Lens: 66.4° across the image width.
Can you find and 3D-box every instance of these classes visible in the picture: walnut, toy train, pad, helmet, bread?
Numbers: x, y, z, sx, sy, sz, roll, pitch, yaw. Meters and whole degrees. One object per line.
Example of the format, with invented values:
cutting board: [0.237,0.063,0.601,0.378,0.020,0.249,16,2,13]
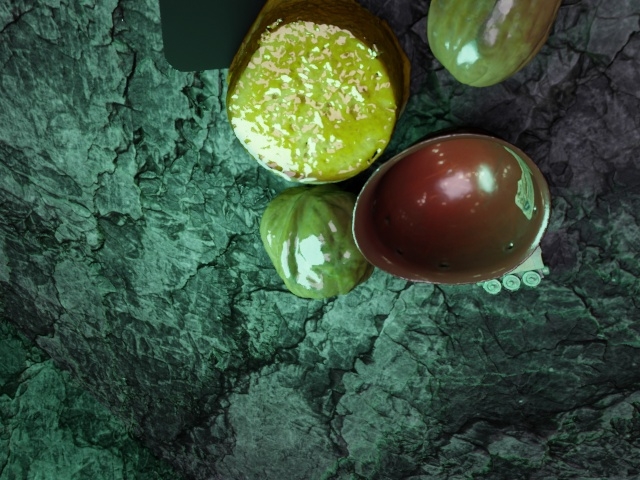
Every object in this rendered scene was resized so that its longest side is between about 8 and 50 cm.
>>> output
walnut: [0.001,0.001,1.181,0.253,0.282,0.277,-26,125,-14]
toy train: [0.461,0.061,1.199,0.176,0.074,0.118,-13,108,30]
pad: [-0.239,-0.528,0.949,0.063,0.315,0.375,45,140,43]
walnut: [0.301,-0.404,0.845,0.225,0.225,0.261,20,127,3]
helmet: [0.272,-0.097,1.048,0.385,0.230,0.337,-24,114,28]
bread: [-0.011,-0.296,1.011,0.398,0.215,0.398,4,129,5]
